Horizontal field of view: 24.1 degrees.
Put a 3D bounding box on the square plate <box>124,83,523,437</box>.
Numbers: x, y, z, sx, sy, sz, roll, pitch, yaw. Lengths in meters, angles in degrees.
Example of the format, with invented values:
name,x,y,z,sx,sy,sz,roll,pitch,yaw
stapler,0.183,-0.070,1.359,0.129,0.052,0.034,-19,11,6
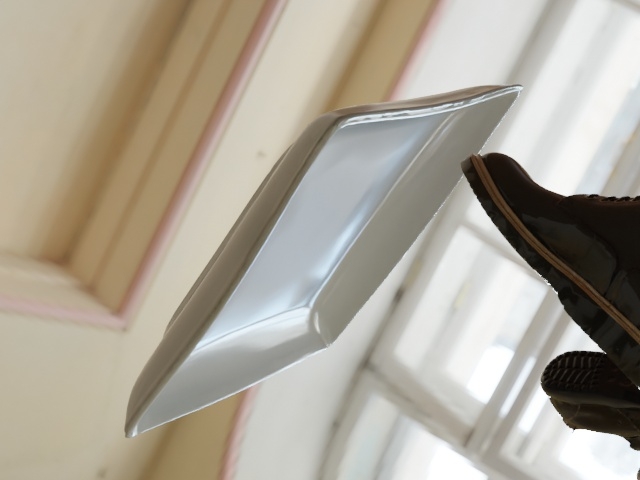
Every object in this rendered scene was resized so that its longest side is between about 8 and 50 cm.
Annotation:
name,x,y,z,sx,sy,sz,roll,pitch,yaw
square plate,0.000,0.000,1.300,0.049,0.347,0.344,44,-152,16

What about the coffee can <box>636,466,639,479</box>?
name,x,y,z,sx,sy,sz,roll,pitch,yaw
coffee can,0.382,0.233,1.058,0.275,0.202,0.201,58,-166,2

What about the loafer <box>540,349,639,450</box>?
name,x,y,z,sx,sy,sz,roll,pitch,yaw
loafer,0.314,0.153,1.381,0.220,0.078,0.080,9,-136,35

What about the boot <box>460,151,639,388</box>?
name,x,y,z,sx,sy,sz,roll,pitch,yaw
boot,0.189,-0.017,0.918,0.198,0.137,0.077,52,-172,32
